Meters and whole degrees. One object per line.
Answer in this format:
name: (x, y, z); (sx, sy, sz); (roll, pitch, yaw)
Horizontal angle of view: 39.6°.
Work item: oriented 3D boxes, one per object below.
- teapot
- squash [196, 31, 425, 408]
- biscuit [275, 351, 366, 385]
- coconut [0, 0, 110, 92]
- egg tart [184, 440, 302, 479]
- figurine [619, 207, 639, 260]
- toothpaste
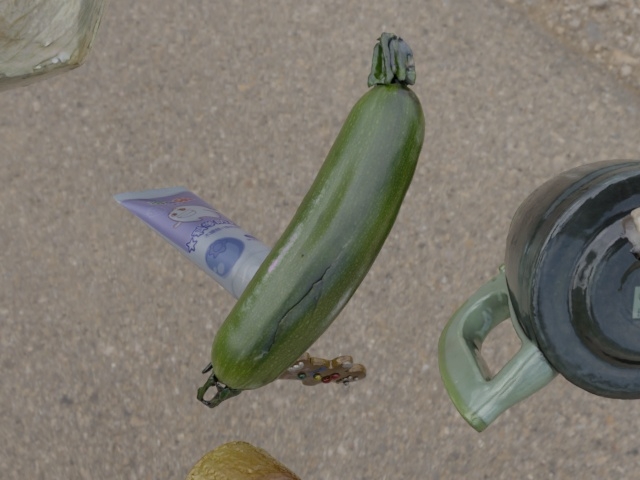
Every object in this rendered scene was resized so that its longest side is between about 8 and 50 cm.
teapot: (0.290, 0.060, 0.974); (0.239, 0.322, 0.239); (20, 10, -12)
squash: (0.003, 0.001, 0.661); (0.080, 0.071, 0.319); (29, 94, 8)
biscuit: (0.005, 0.247, 1.658); (0.204, 0.138, 0.031); (13, 57, -40)
coconut: (-0.162, -0.132, 0.378); (0.160, 0.162, 0.161); (16, 8, -2)
egg tart: (-0.108, 0.429, 1.393); (0.202, 0.203, 0.147); (-39, 26, -30)
figurine: (0.423, -0.066, 0.636); (0.411, 0.306, 0.241); (-24, 68, 1)
toothpaste: (-0.159, -0.001, 1.247); (0.125, 0.080, 0.371); (-11, 28, -35)
